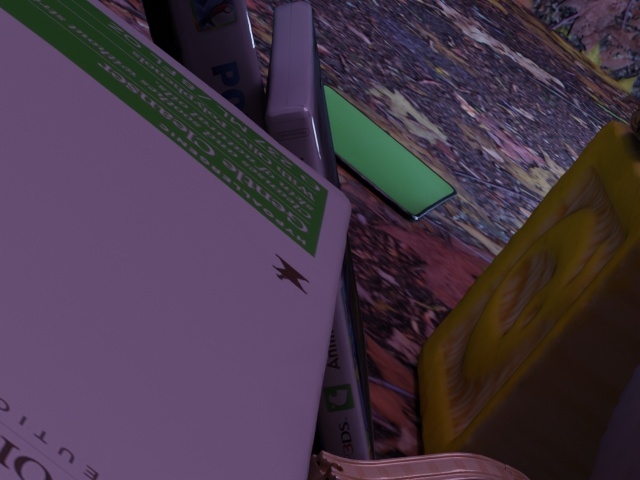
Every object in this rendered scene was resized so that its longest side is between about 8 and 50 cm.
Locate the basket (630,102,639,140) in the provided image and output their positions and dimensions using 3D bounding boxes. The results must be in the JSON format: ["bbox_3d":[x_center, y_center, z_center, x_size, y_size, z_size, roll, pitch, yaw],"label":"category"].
[{"bbox_3d":[0.335,-0.081,0.984,0.213,0.223,0.299,47,19,31],"label":"basket"}]

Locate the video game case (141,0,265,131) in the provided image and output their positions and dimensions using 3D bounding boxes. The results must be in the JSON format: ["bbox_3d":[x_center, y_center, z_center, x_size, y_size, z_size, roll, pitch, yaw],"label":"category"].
[{"bbox_3d":[-0.078,-0.156,0.937,0.329,0.036,0.300,-111,-172,-49],"label":"video game case"}]

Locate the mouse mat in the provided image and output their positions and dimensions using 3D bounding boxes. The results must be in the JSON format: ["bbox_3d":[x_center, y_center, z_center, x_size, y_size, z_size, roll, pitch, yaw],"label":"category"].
[{"bbox_3d":[0.036,-0.075,1.421,0.152,0.007,0.189,40,14,7],"label":"mouse mat"}]

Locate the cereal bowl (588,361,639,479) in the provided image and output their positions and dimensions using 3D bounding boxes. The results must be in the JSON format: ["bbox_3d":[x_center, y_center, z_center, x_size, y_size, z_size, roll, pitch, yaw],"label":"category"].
[{"bbox_3d":[0.248,0.157,0.773,0.339,0.339,0.141,33,-25,-17],"label":"cereal bowl"}]

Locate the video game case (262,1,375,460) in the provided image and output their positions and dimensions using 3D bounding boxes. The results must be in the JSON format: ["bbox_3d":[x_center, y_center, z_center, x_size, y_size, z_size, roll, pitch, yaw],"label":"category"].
[{"bbox_3d":[0.000,0.000,0.863,0.212,0.023,0.193,-92,173,-70],"label":"video game case"}]

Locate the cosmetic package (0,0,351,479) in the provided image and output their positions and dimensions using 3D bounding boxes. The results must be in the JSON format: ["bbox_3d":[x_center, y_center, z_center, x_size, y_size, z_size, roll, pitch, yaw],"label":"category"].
[{"bbox_3d":[-0.115,0.035,0.499,0.197,0.155,0.365,38,14,-9],"label":"cosmetic package"}]

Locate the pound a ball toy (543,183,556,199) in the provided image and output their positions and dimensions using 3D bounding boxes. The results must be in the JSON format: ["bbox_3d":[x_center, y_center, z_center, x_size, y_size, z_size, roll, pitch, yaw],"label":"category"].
[{"bbox_3d":[0.260,0.084,1.299,0.208,0.135,0.319,60,8,-20],"label":"pound a ball toy"}]

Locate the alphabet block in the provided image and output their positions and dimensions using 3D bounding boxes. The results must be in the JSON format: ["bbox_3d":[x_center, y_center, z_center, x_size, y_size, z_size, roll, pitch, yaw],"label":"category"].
[{"bbox_3d":[0.186,0.081,0.964,0.197,0.193,0.192,35,14,-9],"label":"alphabet block"}]

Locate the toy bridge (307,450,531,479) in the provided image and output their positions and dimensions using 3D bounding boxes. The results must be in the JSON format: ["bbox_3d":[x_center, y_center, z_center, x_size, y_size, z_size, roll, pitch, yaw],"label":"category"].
[{"bbox_3d":[0.070,0.131,0.804,0.188,0.063,0.026,26,19,-34],"label":"toy bridge"}]
